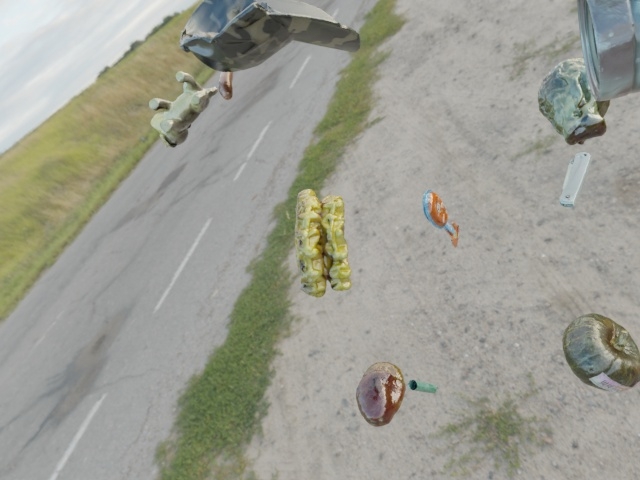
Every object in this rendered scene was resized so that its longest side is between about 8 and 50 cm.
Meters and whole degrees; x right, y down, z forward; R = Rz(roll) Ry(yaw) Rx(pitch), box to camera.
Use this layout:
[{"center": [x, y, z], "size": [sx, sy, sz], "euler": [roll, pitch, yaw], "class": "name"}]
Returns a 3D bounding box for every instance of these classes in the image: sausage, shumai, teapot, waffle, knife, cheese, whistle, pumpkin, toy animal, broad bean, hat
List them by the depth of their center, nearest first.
[{"center": [0.653, -0.441, 0.868], "size": [0.311, 0.233, 0.315], "euler": [-10, 58, 25], "class": "teapot"}, {"center": [-0.116, -0.485, 1.153], "size": [0.257, 0.381, 0.366], "euler": [-55, 31, 23], "class": "hat"}, {"center": [-0.258, -0.452, 1.302], "size": [0.043, 0.043, 0.187], "euler": [-28, 44, 23], "class": "sausage"}, {"center": [0.000, 0.000, 1.334], "size": [0.150, 0.262, 0.324], "euler": [-7, 21, -4], "class": "waffle"}, {"center": [-0.413, -0.374, 1.380], "size": [0.233, 0.121, 0.168], "euler": [-42, -6, 17], "class": "toy animal"}, {"center": [0.362, -0.065, 1.404], "size": [0.037, 0.256, 0.106], "euler": [-10, 56, 38], "class": "cheese"}, {"center": [0.907, 0.348, 1.506], "size": [0.189, 0.260, 0.260], "euler": [-50, 17, 39], "class": "pumpkin"}, {"center": [0.833, -0.455, 1.539], "size": [0.222, 0.272, 0.203], "euler": [-30, 1, 32], "class": "shumai"}, {"center": [0.204, 0.508, 1.588], "size": [0.156, 0.122, 0.229], "euler": [0, 45, 32], "class": "broad bean"}, {"center": [0.385, 0.544, 1.752], "size": [0.039, 0.186, 0.039], "euler": [-16, 63, 34], "class": "whistle"}, {"center": [0.943, -0.226, 1.754], "size": [0.073, 0.041, 0.266], "euler": [11, 58, 35], "class": "knife"}]
